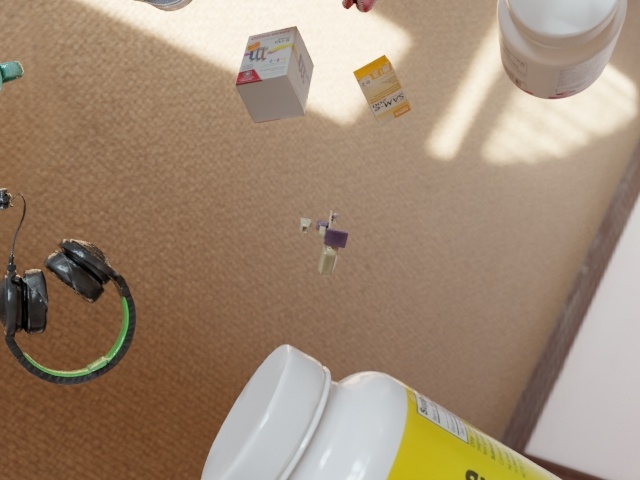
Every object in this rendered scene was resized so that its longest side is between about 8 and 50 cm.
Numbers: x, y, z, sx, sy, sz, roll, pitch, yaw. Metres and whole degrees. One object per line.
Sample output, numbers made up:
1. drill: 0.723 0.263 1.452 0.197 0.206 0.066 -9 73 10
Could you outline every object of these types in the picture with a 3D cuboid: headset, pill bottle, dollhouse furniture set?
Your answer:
1. headset: -0.499 0.083 1.533 0.243 0.185 0.394 -31 100 -21
2. pill bottle: 0.318 -0.295 1.097 0.283 0.160 0.160 12 86 -76
3. dollhouse furniture set: 0.000 0.000 1.560 0.081 0.091 0.114 -83 -176 -55
4. pill bottle: 0.074 0.235 0.720 0.334 0.188 0.188 32 71 -10

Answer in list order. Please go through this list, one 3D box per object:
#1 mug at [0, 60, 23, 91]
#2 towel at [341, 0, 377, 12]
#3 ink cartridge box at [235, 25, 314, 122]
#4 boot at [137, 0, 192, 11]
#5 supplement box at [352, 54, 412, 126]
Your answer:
1. mug: -0.583 -0.252 1.347 0.157 0.097 0.129 18 80 -28
2. towel: 0.118 -0.321 0.686 0.031 0.199 0.275 39 88 -2
3. ink cartridge box: -0.102 -0.380 1.885 0.127 0.128 0.176 63 27 -46
4. boot: -0.302 -0.451 1.421 0.086 0.190 0.069 38 73 -53
5. supplement box: 0.103 -0.247 1.362 0.062 0.036 0.098 -29 124 5
